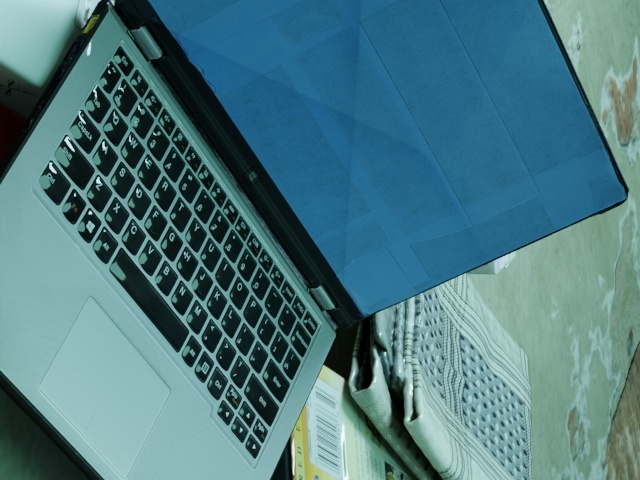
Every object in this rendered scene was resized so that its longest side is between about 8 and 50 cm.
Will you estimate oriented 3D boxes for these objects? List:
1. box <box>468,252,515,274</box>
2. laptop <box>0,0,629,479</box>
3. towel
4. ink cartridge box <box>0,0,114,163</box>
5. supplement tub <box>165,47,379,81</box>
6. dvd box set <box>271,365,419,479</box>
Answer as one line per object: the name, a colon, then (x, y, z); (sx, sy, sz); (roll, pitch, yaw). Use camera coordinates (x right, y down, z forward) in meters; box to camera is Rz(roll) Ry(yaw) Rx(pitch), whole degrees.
box: (0.158, -0.122, 1.771); (0.063, 0.067, 0.324); (-36, 121, -57)
laptop: (0.000, 0.000, 1.151); (0.382, 0.236, 0.408); (56, 48, -41)
towel: (0.136, 0.133, 1.613); (0.324, 0.056, 0.312); (52, 31, -33)
ink cartridge box: (-0.221, -0.116, 1.067); (0.275, 0.060, 0.239); (35, 59, -57)
supplement tub: (-0.029, -0.177, 1.272); (0.144, 0.199, 0.144); (-3, 93, -62)
dvd box set: (0.062, 0.305, 1.477); (0.420, 0.062, 0.308); (37, 41, -49)
